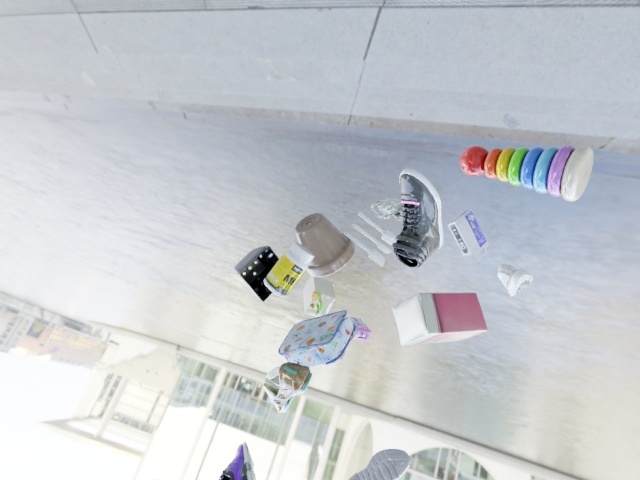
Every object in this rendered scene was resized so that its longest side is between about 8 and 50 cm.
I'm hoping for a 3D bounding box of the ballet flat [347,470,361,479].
[{"bbox_3d":[0.124,1.163,1.804,0.409,0.147,0.147,2,175,-44],"label":"ballet flat"}]

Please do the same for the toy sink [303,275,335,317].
[{"bbox_3d":[-0.007,0.305,2.275,0.131,0.153,0.234,21,-158,-15],"label":"toy sink"}]

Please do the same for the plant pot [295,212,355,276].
[{"bbox_3d":[0.000,0.000,1.872,0.263,0.263,0.229,-2,129,42],"label":"plant pot"}]

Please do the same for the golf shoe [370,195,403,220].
[{"bbox_3d":[0.235,-0.119,1.402,0.176,0.086,0.069,9,130,-36],"label":"golf shoe"}]

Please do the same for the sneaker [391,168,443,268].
[{"bbox_3d":[0.252,-0.043,1.091,0.104,0.147,0.296,17,143,42],"label":"sneaker"}]

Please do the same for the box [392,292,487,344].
[{"bbox_3d":[0.366,0.242,1.244,0.232,0.127,0.148,3,153,-25],"label":"box"}]

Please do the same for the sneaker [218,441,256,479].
[{"bbox_3d":[-0.349,0.940,1.648,0.146,0.102,0.293,-19,-175,-14],"label":"sneaker"}]

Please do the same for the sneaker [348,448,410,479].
[{"bbox_3d":[0.270,1.000,1.717,0.321,0.125,0.180,-39,133,15],"label":"sneaker"}]

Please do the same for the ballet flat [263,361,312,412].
[{"bbox_3d":[-0.124,0.477,1.328,0.124,0.116,0.342,29,145,3],"label":"ballet flat"}]

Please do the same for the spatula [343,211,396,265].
[{"bbox_3d":[0.240,-0.015,1.895,0.242,0.168,0.019,37,169,-4],"label":"spatula"}]

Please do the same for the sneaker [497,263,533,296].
[{"bbox_3d":[0.682,0.131,1.441,0.115,0.090,0.232,57,-175,24],"label":"sneaker"}]

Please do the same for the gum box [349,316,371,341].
[{"bbox_3d":[0.194,0.481,2.196,0.107,0.062,0.188,15,-172,-17],"label":"gum box"}]

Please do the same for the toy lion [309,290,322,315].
[{"bbox_3d":[-0.015,0.279,1.821,0.034,0.096,0.100,6,-161,-28],"label":"toy lion"}]

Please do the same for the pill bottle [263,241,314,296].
[{"bbox_3d":[-0.125,0.116,1.632,0.119,0.208,0.119,36,-173,-5],"label":"pill bottle"}]

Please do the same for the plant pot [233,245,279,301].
[{"bbox_3d":[-0.293,0.143,1.868,0.167,0.188,0.187,9,140,53],"label":"plant pot"}]

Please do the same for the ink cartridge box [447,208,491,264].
[{"bbox_3d":[0.657,-0.014,1.760,0.045,0.206,0.208,-29,88,43],"label":"ink cartridge box"}]

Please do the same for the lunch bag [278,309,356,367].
[{"bbox_3d":[-0.005,0.391,1.600,0.303,0.243,0.115,-19,107,33],"label":"lunch bag"}]

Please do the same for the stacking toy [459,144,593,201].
[{"bbox_3d":[0.548,-0.209,1.114,0.330,0.141,0.141,22,165,42],"label":"stacking toy"}]
